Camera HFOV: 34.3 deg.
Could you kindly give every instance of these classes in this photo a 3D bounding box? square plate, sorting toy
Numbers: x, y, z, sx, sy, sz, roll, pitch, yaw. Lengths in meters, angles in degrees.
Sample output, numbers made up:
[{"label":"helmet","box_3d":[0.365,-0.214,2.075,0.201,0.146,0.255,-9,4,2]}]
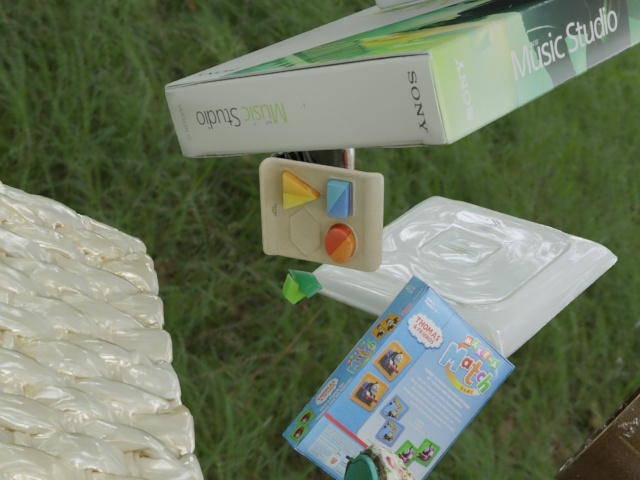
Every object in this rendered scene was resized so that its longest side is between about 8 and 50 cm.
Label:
[{"label":"square plate","box_3d":[0.206,0.030,1.531,0.347,0.049,0.344,20,36,35]},{"label":"sorting toy","box_3d":[0.000,0.000,0.521,0.062,0.083,0.012,8,34,13]}]

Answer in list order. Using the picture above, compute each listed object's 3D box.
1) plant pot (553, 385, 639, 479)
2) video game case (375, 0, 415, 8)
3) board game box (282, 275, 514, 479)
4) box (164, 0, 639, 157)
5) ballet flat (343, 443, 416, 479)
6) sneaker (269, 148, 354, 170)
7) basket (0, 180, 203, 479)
[{"label":"plant pot","box_3d":[0.416,0.269,1.142,0.230,0.215,0.215,45,27,16]},{"label":"video game case","box_3d":[0.105,-0.260,0.675,0.023,0.201,0.183,-62,137,-55]},{"label":"board game box","box_3d":[0.085,0.166,1.082,0.160,0.211,0.039,43,-4,-30]},{"label":"box","box_3d":[0.088,-0.135,0.699,0.322,0.232,0.058,-31,112,-39]},{"label":"ballet flat","box_3d":[0.045,0.227,0.822,0.077,0.241,0.091,1,56,-15]},{"label":"sneaker","box_3d":[-0.010,-0.053,0.812,0.065,0.158,0.061,4,63,-7]},{"label":"basket","box_3d":[-0.245,0.127,0.472,0.331,0.266,0.328,27,23,-34]}]
